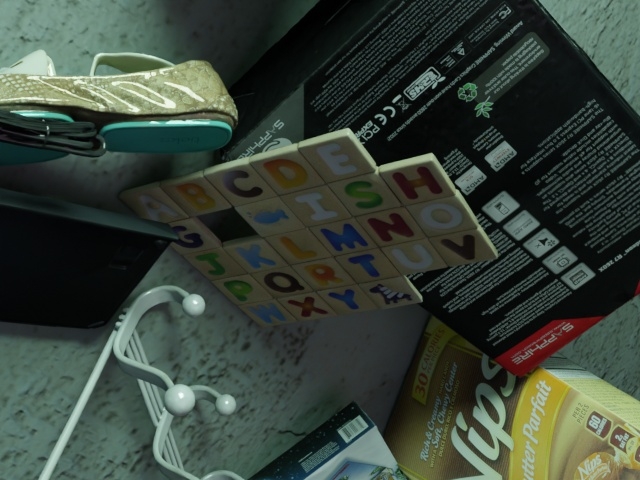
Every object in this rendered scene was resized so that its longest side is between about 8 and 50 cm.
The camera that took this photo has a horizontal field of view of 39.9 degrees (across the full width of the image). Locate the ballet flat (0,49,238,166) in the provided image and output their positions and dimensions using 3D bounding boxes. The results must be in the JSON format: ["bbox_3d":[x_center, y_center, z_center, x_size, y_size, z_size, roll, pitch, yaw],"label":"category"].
[{"bbox_3d":[-0.158,-0.090,0.577,0.206,0.067,0.073,-4,157,-25],"label":"ballet flat"}]

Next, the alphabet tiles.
[{"bbox_3d":[0.000,0.000,0.661,0.198,0.237,0.009,49,41,-41],"label":"alphabet tiles"}]

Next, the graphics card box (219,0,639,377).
[{"bbox_3d":[0.128,-0.057,0.697,0.233,0.094,0.371,-41,125,22],"label":"graphics card box"}]

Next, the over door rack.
[{"bbox_3d":[-0.130,0.221,0.629,0.324,0.108,0.239,-61,147,-51],"label":"over door rack"}]

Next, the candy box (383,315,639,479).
[{"bbox_3d":[0.209,0.209,0.840,0.088,0.316,0.182,9,106,-41],"label":"candy box"}]

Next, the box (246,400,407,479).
[{"bbox_3d":[-0.023,0.281,0.860,0.233,0.044,0.159,-35,130,-9],"label":"box"}]

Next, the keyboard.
[{"bbox_3d":[-0.231,-0.023,0.536,0.317,0.033,0.201,12,133,-42],"label":"keyboard"}]
